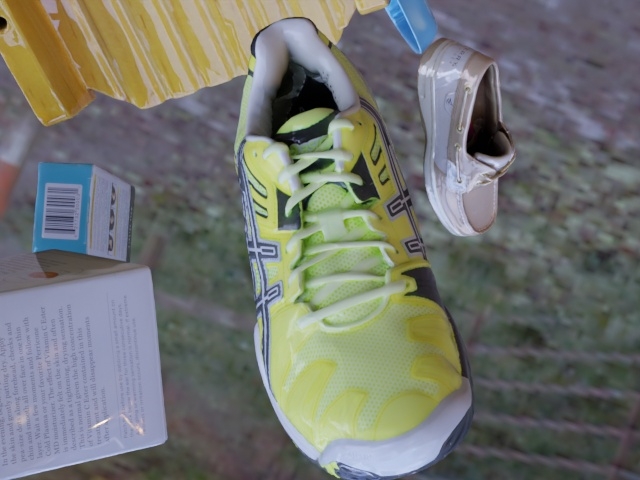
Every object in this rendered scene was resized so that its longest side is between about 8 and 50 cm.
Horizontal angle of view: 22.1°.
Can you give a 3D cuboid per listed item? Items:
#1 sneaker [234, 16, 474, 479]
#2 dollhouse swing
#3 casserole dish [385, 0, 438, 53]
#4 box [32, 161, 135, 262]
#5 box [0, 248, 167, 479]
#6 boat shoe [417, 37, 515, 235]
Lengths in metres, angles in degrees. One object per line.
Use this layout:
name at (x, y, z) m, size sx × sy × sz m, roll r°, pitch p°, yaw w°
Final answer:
sneaker at (0.000, 0.000, 1.135) m, size 0.145 × 0.385 × 0.147 m, roll -21°, pitch 135°, yaw 2°
dollhouse swing at (-0.128, -0.203, 1.424) m, size 0.347 × 0.305 × 0.315 m, roll -18°, pitch 125°, yaw 9°
casserole dish at (0.086, -0.301, 1.900) m, size 0.188 × 0.037 × 0.114 m, roll 59°, pitch 179°, yaw -36°
box at (-0.255, -0.024, 1.792) m, size 0.060 × 0.100 × 0.244 m, roll 3°, pitch 176°, yaw 4°
box at (-0.342, 0.119, 1.459) m, size 0.345 × 0.168 × 0.215 m, roll -9°, pitch -171°, yaw -32°
boat shoe at (0.114, -0.068, 1.215) m, size 0.059 × 0.063 × 0.170 m, roll 18°, pitch 138°, yaw 35°
